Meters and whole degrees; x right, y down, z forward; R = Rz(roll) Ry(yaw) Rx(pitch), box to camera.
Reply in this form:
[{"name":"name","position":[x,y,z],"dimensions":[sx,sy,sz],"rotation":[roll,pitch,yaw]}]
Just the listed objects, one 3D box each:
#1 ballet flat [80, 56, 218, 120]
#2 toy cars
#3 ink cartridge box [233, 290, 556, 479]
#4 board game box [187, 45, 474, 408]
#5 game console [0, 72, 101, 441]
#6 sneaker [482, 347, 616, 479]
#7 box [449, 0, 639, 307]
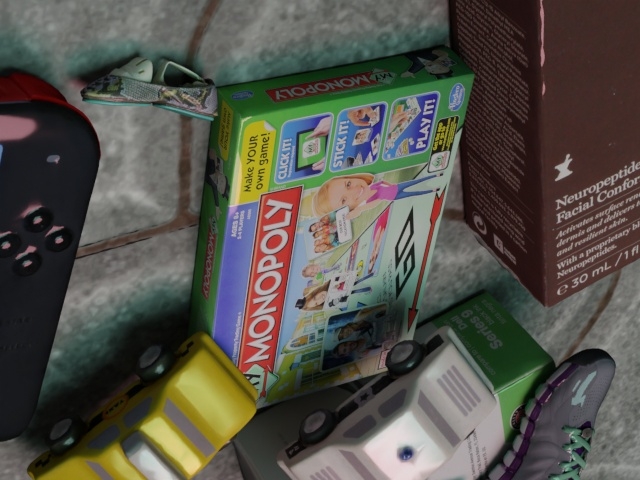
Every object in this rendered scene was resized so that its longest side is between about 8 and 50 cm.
[{"name":"ballet flat","position":[-0.122,-0.111,1.160],"dimensions":[0.114,0.041,0.041],"rotation":[5,123,-40]},{"name":"toy cars","position":[-0.036,0.166,1.316],"dimensions":[0.393,0.087,0.176],"rotation":[-1,111,-16]},{"name":"ink cartridge box","position":[0.077,0.210,1.528],"dimensions":[0.289,0.121,0.211],"rotation":[-27,137,-15]},{"name":"board game box","position":[0.000,0.000,1.341],"dimensions":[0.213,0.046,0.317],"rotation":[-14,134,-28]},{"name":"game console","position":[-0.352,0.044,1.103],"dimensions":[0.386,0.060,0.342],"rotation":[-6,129,-32]},{"name":"sneaker","position":[0.220,0.207,1.465],"dimensions":[0.083,0.098,0.224],"rotation":[9,118,-42]},{"name":"box","position":[0.219,-0.146,1.307],"dimensions":[0.191,0.143,0.381],"rotation":[-26,136,-15]}]
